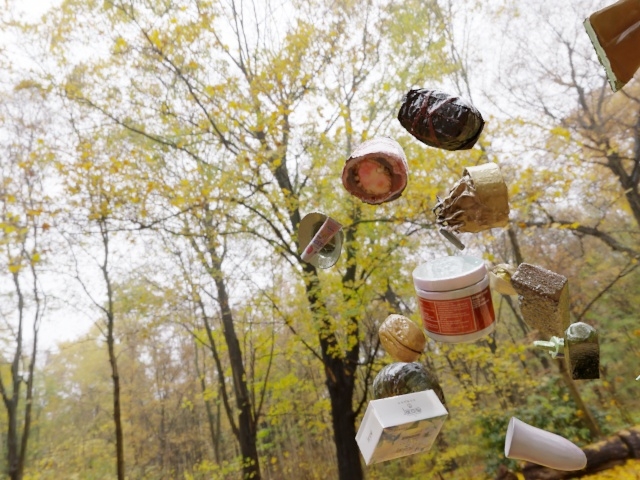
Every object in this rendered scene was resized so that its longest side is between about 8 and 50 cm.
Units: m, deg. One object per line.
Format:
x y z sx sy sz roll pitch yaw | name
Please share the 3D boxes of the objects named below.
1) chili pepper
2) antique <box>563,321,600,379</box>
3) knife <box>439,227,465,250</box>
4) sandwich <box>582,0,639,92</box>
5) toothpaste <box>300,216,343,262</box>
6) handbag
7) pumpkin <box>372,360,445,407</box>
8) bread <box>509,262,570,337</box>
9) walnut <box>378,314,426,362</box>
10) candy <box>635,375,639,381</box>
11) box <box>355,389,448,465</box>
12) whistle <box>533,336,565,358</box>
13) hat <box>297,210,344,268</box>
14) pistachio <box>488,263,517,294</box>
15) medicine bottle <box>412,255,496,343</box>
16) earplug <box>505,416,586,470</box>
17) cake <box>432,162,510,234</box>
0.224 -0.289 1.726 0.251 0.305 0.229 -22 -73 19 | chili pepper
0.756 0.317 1.234 0.081 0.080 0.221 -11 -47 23 | antique
0.673 -0.012 2.175 0.044 0.162 0.023 -50 -3 15 | knife
0.930 -0.597 1.247 0.211 0.245 0.063 -23 -4 22 | sandwich
0.000 0.000 1.579 0.067 0.043 0.195 31 -70 -22 | toothpaste
0.344 -0.347 1.228 0.169 0.215 0.156 9 -72 -53 | handbag
0.373 0.665 1.819 0.192 0.320 0.320 -36 -9 -45 | pumpkin
0.814 0.232 1.561 0.113 0.165 0.416 -54 -42 -9 | bread
0.289 0.350 1.505 0.144 0.180 0.144 -28 -42 -29 | walnut
1.093 0.427 1.420 0.200 0.061 0.060 -16 -25 -32 | candy
0.285 0.658 1.509 0.273 0.116 0.203 0 -58 -25 | box
1.030 0.461 1.819 0.227 0.105 0.085 5 -69 5 | whistle
0.031 -0.012 1.897 0.130 0.257 0.257 -17 -20 -47 | hat
0.802 0.167 1.840 0.117 0.145 0.200 -45 -20 -5 | pistachio
0.471 0.204 1.506 0.252 0.241 0.252 -14 12 3 | medicine bottle
0.962 0.885 1.817 0.300 0.173 0.172 11 -21 20 | earplug
0.690 -0.183 2.016 0.320 0.333 0.332 -12 -27 8 | cake
